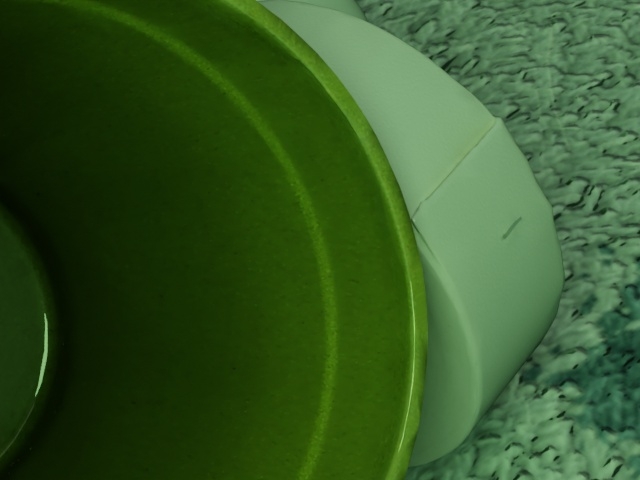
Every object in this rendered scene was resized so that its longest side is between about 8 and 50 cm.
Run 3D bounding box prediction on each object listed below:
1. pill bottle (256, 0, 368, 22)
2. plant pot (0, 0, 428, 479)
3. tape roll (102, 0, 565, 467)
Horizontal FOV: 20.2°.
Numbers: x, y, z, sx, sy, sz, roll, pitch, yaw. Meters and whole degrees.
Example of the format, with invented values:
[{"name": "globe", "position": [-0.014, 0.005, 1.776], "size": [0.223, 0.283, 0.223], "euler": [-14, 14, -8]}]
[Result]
[{"name": "pill bottle", "position": [-0.070, -0.150, 1.299], "size": [0.176, 0.176, 0.318], "euler": [-23, 48, -16]}, {"name": "plant pot", "position": [-0.191, 0.053, 0.958], "size": [0.366, 0.366, 0.353], "euler": [-35, 13, -26]}, {"name": "tape roll", "position": [0.000, 0.000, 1.067], "size": [0.286, 0.286, 0.100], "euler": [24, 52, 26]}]
